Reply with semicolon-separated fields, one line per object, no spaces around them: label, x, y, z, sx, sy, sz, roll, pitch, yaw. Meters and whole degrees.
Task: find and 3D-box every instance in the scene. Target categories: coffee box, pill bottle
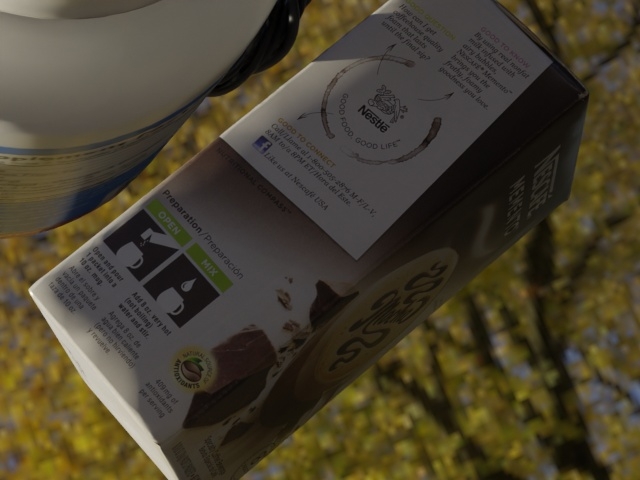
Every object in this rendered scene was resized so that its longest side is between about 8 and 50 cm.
coffee box;0.000;0.000;1.117;0.297;0.119;0.168;-40;-17;-10
pill bottle;-0.073;-0.076;0.473;0.124;0.124;0.221;-13;-6;-16

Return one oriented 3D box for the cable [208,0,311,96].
cable;-0.025;-0.166;1.097;0.184;0.047;0.150;-63;-21;-14
